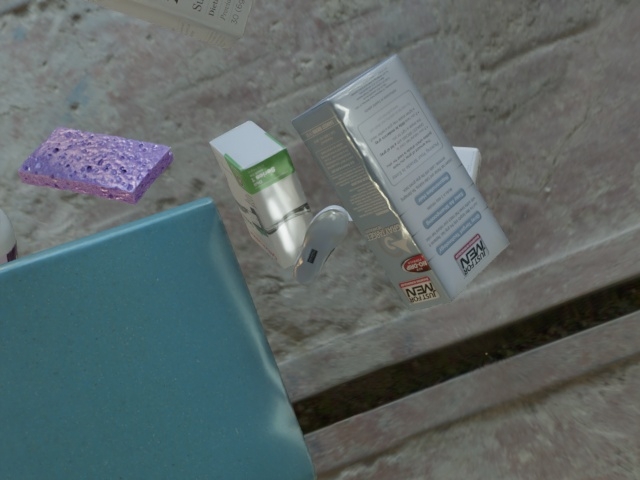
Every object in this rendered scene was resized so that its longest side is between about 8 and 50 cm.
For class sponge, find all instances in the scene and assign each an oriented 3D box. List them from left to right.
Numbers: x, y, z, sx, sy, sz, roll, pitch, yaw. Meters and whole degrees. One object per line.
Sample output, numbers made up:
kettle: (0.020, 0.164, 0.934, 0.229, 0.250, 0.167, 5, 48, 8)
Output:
sponge: (-0.347, -0.118, 1.422, 0.210, 0.031, 0.117, 12, 46, 19)

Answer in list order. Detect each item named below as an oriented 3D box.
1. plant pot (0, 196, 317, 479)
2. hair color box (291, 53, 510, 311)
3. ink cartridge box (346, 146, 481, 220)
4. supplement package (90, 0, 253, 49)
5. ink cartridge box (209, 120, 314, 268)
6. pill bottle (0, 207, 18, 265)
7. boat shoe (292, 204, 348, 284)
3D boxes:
plant pot: (-0.159, 0.103, 0.495, 0.234, 0.166, 0.165, -16, 80, -30)
hair color box: (0.136, -0.092, 1.508, 0.185, 0.114, 0.374, -39, 101, -36)
ink cartridge box: (0.175, -0.093, 1.719, 0.225, 0.056, 0.181, 5, 66, 21)
supplement package: (-0.203, -0.336, 0.974, 0.293, 0.175, 0.177, 16, 95, -11)
ink cartridge box: (-0.093, -0.080, 1.628, 0.093, 0.219, 0.160, -30, 34, -13)
pill bottle: (-0.360, 0.057, 0.843, 0.169, 0.169, 0.301, 4, 112, 11)
boat shoe: (0.000, 0.000, 1.233, 0.049, 0.040, 0.142, 27, 129, -3)
